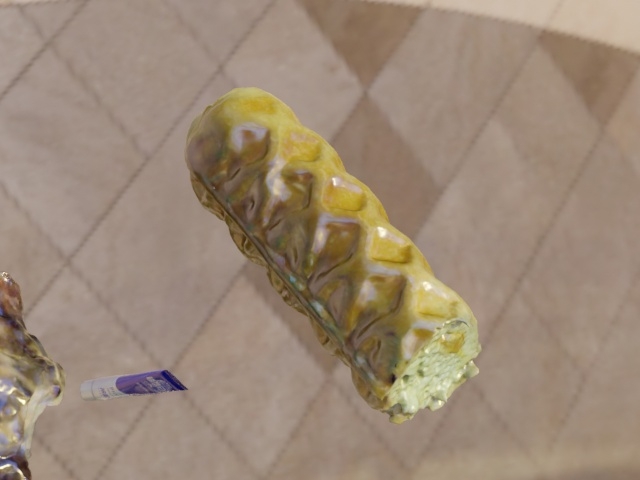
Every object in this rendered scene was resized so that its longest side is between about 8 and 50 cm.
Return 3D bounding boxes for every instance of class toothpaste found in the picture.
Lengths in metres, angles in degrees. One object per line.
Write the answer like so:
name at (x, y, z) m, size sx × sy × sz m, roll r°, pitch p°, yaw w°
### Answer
toothpaste at (-0.125, 0.095, 1.220) m, size 0.024 × 0.083 × 0.015 m, roll 49°, pitch 46°, yaw -37°

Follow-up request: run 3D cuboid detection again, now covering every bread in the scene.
bread at (0.000, 0.001, 1.228) m, size 0.087 × 0.098 × 0.269 m, roll -34°, pitch 61°, yaw -13°

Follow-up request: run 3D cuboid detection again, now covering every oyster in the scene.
oyster at (-0.321, 0.085, 1.381) m, size 0.271 × 0.100 × 0.275 m, roll 0°, pitch 57°, yaw -34°
